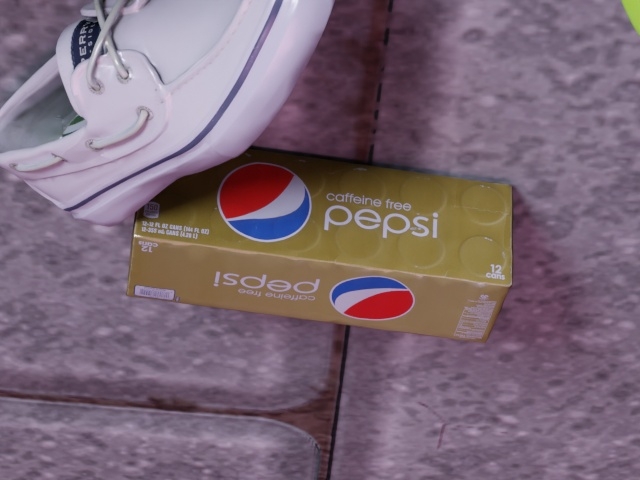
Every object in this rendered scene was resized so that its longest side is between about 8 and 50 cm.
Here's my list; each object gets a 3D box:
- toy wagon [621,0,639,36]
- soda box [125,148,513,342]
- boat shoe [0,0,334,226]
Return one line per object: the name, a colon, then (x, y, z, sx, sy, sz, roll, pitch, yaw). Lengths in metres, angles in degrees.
toy wagon: (0.187, -0.134, 0.483, 0.068, 0.344, 0.267, 49, 133, -8)
soda box: (0.000, 0.000, 0.944, 0.181, 0.061, 0.058, 8, 146, -5)
boat shoe: (-0.076, -0.068, 0.828, 0.076, 0.083, 0.226, 20, 144, -25)
